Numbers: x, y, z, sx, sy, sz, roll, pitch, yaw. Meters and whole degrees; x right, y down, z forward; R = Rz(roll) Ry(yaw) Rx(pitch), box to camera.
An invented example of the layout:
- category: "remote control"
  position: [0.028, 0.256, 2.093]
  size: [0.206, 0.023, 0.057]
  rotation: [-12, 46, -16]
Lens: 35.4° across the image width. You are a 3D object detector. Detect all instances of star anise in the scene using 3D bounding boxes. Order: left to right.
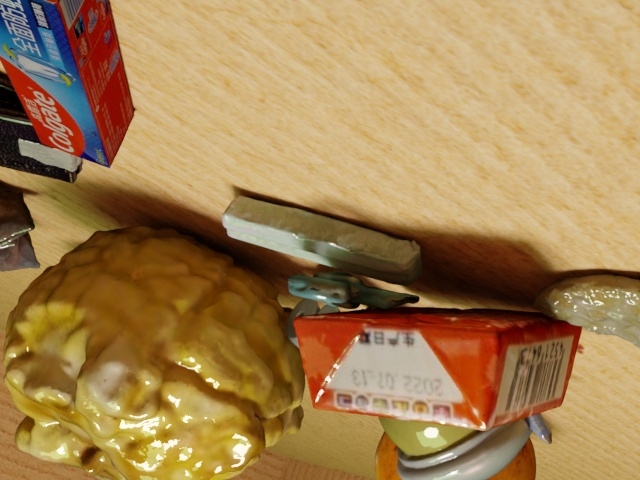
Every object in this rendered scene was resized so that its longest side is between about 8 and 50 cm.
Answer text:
- category: "star anise"
  position: [-0.523, -0.039, 1.462]
  size: [0.315, 0.108, 0.315]
  rotation: [16, 161, 6]

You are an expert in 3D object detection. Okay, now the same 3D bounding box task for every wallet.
- category: "wallet"
  position: [-0.391, -0.134, 1.086]
  size: [0.262, 0.071, 0.221]
  rotation: [17, 163, -8]

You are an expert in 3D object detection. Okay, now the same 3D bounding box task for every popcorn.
- category: "popcorn"
  position: [-0.206, 0.145, 1.300]
  size: [0.390, 0.354, 0.344]
  rotation: [-17, 175, -27]

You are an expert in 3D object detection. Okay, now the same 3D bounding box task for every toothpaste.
- category: "toothpaste"
  position: [-0.212, -0.151, 0.822]
  size: [0.076, 0.066, 0.320]
  rotation: [20, 162, 1]

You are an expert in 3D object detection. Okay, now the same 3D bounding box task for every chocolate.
- category: "chocolate"
  position: [0.128, 0.126, 1.062]
  size: [0.234, 0.108, 0.237]
  rotation: [2, -179, 32]

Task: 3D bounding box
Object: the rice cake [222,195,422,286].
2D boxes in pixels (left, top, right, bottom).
- category: "rice cake"
  position: [0.000, 0.000, 1.087]
  size: [0.226, 0.040, 0.085]
  rotation: [16, 165, 14]

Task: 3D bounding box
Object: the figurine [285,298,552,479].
- category: "figurine"
  position: [0.102, 0.199, 1.329]
  size: [0.382, 0.205, 0.224]
  rotation: [30, 167, -20]

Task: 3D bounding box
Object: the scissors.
- category: "scissors"
  position: [0.020, 0.055, 1.133]
  size: [0.138, 0.041, 0.289]
  rotation: [6, 178, -8]

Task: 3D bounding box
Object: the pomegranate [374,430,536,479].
- category: "pomegranate"
  position: [0.217, 0.376, 1.641]
  size: [0.264, 0.264, 0.264]
  rotation: [19, 163, 6]

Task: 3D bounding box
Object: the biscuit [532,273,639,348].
- category: "biscuit"
  position: [0.349, 0.081, 0.940]
  size: [0.289, 0.038, 0.141]
  rotation: [20, 160, 12]
